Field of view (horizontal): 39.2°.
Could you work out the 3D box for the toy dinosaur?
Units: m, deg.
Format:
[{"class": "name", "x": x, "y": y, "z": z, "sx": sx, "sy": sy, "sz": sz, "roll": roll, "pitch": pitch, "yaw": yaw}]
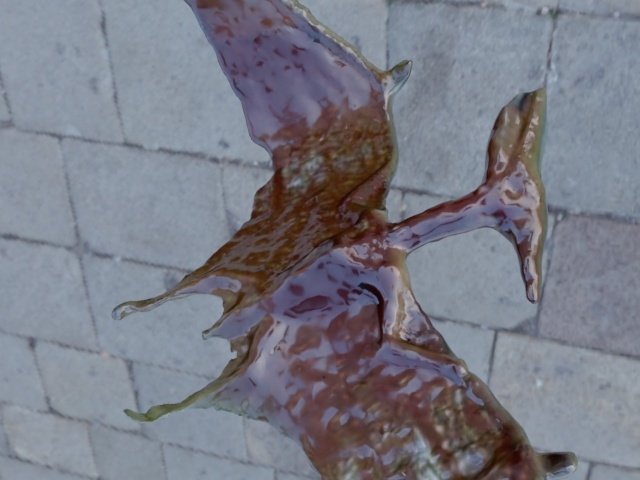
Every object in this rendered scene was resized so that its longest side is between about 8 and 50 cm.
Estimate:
[{"class": "toy dinosaur", "x": -0.007, "y": 0.008, "z": 0.355, "sx": 0.206, "sy": 0.328, "sz": 0.113, "roll": -3, "pitch": 147, "yaw": 25}]
